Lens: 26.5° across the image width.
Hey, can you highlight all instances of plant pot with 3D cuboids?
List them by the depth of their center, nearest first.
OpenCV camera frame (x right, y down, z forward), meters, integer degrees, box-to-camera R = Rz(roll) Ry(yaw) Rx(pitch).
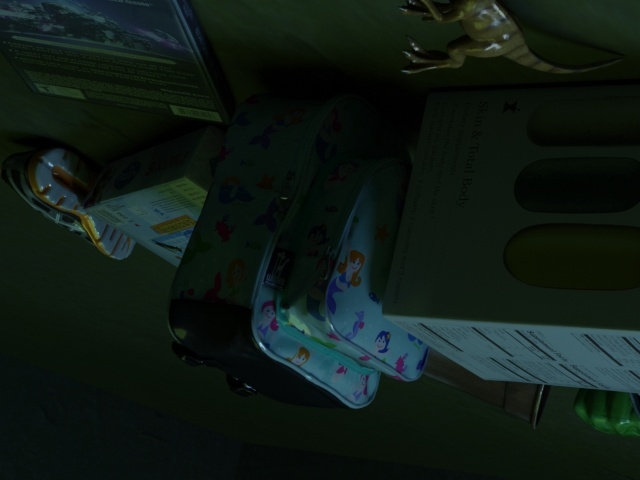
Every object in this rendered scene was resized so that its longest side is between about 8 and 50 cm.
[{"bbox_3d":[0.207,0.125,1.649,0.165,0.167,0.167,16,166,15],"label":"plant pot"}]

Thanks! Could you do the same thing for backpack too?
[{"bbox_3d":[0.000,0.000,1.164,0.191,0.254,0.225,-2,157,30],"label":"backpack"}]

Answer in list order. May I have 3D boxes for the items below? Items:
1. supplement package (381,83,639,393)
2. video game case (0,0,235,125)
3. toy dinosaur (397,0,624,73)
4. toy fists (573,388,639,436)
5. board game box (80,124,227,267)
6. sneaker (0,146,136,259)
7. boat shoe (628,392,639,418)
[{"bbox_3d":[0.224,0.004,1.087,0.262,0.199,0.198,2,161,35],"label":"supplement package"},{"bbox_3d":[-0.188,-0.170,1.130,0.196,0.026,0.274,10,164,9],"label":"video game case"},{"bbox_3d":[0.115,-0.140,0.917,0.112,0.064,0.211,1,162,32],"label":"toy dinosaur"},{"bbox_3d":[0.504,0.239,1.934,0.279,0.096,0.142,4,173,25],"label":"toy fists"},{"bbox_3d":[-0.060,0.008,1.431,0.318,0.066,0.318,33,162,-22],"label":"board game box"},{"bbox_3d":[-0.281,-0.047,1.560,0.083,0.084,0.215,7,156,32],"label":"sneaker"},{"bbox_3d":[0.437,0.162,1.684,0.116,0.099,0.319,13,164,13],"label":"boat shoe"}]
